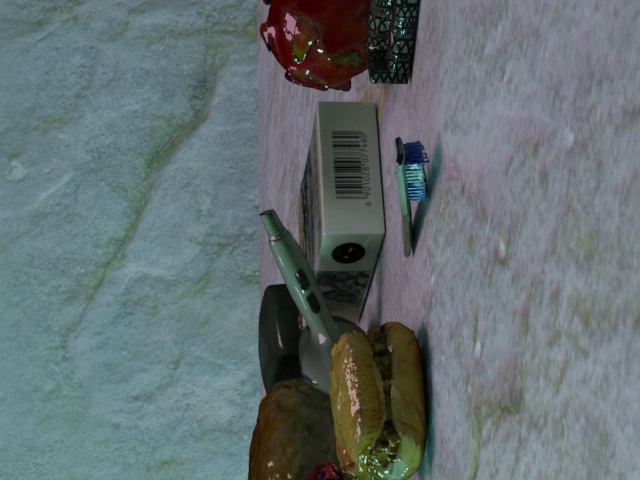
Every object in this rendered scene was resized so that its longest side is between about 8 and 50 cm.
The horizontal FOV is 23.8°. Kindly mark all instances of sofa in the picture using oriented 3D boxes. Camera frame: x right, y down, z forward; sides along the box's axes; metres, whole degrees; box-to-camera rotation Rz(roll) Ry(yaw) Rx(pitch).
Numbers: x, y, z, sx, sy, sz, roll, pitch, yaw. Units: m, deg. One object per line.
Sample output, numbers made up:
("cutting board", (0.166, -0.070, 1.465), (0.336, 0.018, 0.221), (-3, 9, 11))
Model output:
("sofa", (0.066, -0.208, 1.405), (0.060, 0.039, 0.118), (-98, 10, -51))

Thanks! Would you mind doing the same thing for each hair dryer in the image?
("hair dryer", (0.014, 0.099, 1.585), (0.219, 0.088, 0.225), (53, 168, 49))

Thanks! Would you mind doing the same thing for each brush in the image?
("brush", (0.081, -0.037, 1.342), (0.178, 0.030, 0.033), (79, 180, -63))

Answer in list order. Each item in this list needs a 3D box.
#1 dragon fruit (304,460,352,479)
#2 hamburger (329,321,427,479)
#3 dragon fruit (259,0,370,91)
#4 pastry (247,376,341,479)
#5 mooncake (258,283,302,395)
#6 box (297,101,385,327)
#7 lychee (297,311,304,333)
("dragon fruit", (0.011, 0.326, 1.502), (0.189, 0.163, 0.262), (62, -175, -16))
("hamburger", (0.051, 0.147, 1.366), (0.138, 0.083, 0.147), (118, 150, -70))
("dragon fruit", (0.008, -0.223, 1.523), (0.166, 0.133, 0.136), (-41, 81, 38))
("pastry", (-0.022, 0.309, 1.800), (0.329, 0.136, 0.330), (180, 90, -86))
("mooncake", (-0.028, 0.142, 2.029), (0.175, 0.104, 0.169), (140, 133, -79))
("box", (0.019, -0.024, 1.723), (0.256, 0.069, 0.164), (102, 166, -63))
("lychee", (0.004, 0.097, 1.916), (0.067, 0.068, 0.083), (-46, 15, 12))
